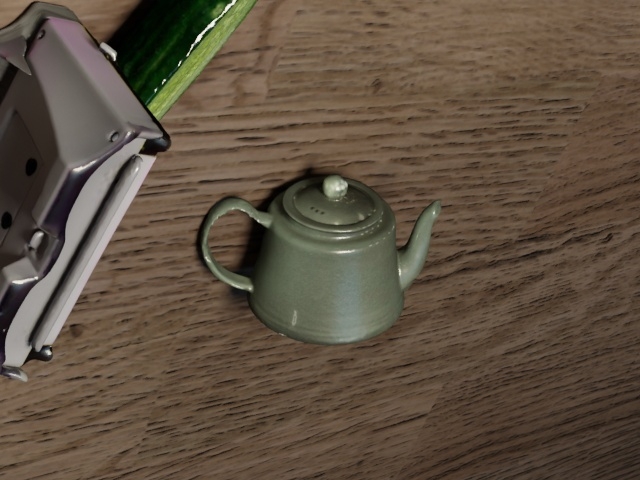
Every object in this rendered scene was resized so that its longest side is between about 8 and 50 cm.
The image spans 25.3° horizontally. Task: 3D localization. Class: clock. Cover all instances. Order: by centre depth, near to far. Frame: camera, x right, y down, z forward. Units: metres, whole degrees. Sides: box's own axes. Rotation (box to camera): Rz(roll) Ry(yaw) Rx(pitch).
[{"bbox_3d":[-0.226,-0.042,1.102,0.083,0.186,0.253,9,121,-44],"label":"clock"}]

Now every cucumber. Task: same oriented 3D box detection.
[{"bbox_3d":[-0.114,-0.172,1.171,0.244,0.063,0.115,-48,-179,5],"label":"cucumber"}]

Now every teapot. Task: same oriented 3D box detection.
[{"bbox_3d":[0.000,0.000,1.425,0.239,0.162,0.149,0,126,-7],"label":"teapot"}]
